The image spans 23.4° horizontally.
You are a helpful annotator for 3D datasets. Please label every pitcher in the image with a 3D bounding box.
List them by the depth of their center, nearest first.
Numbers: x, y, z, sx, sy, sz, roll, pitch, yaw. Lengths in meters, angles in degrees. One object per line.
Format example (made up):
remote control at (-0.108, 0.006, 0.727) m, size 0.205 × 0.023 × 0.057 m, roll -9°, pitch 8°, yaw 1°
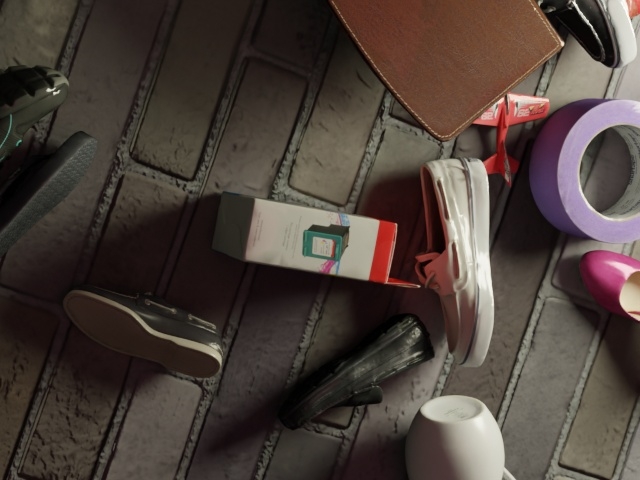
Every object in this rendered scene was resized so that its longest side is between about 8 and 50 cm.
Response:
pitcher at (0.192, 0.302, 1.995) m, size 0.178 × 0.125 × 0.207 m, roll -20°, pitch 114°, yaw -38°

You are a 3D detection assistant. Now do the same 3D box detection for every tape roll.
tape roll at (0.375, -0.092, 2.028) m, size 0.189 × 0.080 × 0.189 m, roll -2°, pitch 97°, yaw -19°

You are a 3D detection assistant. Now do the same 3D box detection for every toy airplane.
toy airplane at (0.236, -0.144, 1.997) m, size 0.151 × 0.028 × 0.151 m, roll -2°, pitch 94°, yaw -35°

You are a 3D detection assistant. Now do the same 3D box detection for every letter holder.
letter holder at (0.107, -0.290, 1.872) m, size 0.214 × 0.152 × 0.302 m, roll -41°, pitch 107°, yaw -10°

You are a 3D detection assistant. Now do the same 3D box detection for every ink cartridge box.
ink cartridge box at (0.000, 0.000, 1.871) m, size 0.231 × 0.134 × 0.078 m, roll 10°, pitch 92°, yaw -21°

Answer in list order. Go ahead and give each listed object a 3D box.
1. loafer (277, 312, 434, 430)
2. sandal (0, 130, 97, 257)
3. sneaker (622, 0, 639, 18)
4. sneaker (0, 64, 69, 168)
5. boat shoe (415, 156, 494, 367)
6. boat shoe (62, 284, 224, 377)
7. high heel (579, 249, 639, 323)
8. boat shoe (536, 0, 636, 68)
loafer at (0.049, 0.176, 1.939) m, size 0.223 × 0.076 × 0.078 m, roll -34°, pitch 98°, yaw -17°
sandal at (-0.356, -0.038, 1.765) m, size 0.054 × 0.097 × 0.254 m, roll 43°, pitch 79°, yaw 8°
sneaker at (0.383, -0.397, 2.007) m, size 0.128 × 0.087 × 0.221 m, roll -31°, pitch 118°, yaw -23°
sneaker at (-0.400, -0.108, 1.749) m, size 0.267 × 0.101 × 0.106 m, roll -31°, pitch 127°, yaw -15°
boat shoe at (0.164, 0.028, 1.958) m, size 0.088 × 0.096 × 0.267 m, roll -2°, pitch 95°, yaw -16°
boat shoe at (-0.210, 0.098, 1.857) m, size 0.206 × 0.075 × 0.065 m, roll 25°, pitch 44°, yaw -16°
high heel at (0.455, 0.091, 2.057) m, size 0.244 × 0.117 × 0.082 m, roll 39°, pitch 82°, yaw -20°
boat shoe at (0.286, -0.331, 1.955) m, size 0.102 × 0.108 × 0.301 m, roll -38°, pitch 104°, yaw -13°
